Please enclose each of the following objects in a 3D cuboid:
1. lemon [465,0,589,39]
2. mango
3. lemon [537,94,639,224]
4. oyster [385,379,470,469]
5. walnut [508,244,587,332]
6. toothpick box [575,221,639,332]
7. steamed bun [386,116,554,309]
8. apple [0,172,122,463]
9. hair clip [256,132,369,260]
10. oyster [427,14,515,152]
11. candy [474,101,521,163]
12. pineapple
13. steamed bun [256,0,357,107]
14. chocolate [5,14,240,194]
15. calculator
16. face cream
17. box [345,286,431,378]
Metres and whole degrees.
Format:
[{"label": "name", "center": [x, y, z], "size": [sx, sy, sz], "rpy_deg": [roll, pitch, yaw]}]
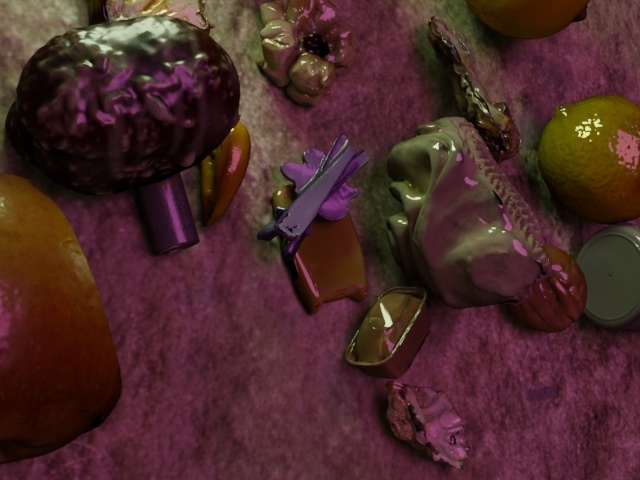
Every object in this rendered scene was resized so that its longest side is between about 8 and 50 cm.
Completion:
[{"label": "lemon", "center": [0.407, -0.547, 2.005], "size": [0.297, 0.297, 0.297], "rpy_deg": [11, 70, -31]}, {"label": "mango", "center": [-0.153, -0.112, 1.609], "size": [0.066, 0.101, 0.187], "rpy_deg": [18, 76, -29]}, {"label": "lemon", "center": [0.566, -0.160, 2.014], "size": [0.267, 0.267, 0.267], "rpy_deg": [11, 70, -31]}, {"label": "oyster", "center": [0.182, 0.320, 1.726], "size": [0.209, 0.072, 0.133], "rpy_deg": [26, 54, -47]}, {"label": "walnut", "center": [0.426, 0.095, 1.908], "size": [0.166, 0.149, 0.166], "rpy_deg": [-3, 100, -18]}, {"label": "toothpick box", "center": [0.696, 0.086, 2.034], "size": [0.316, 0.229, 0.229], "rpy_deg": [7, 72, -32]}, {"label": "steamed bun", "center": [0.225, -0.028, 1.754], "size": [0.346, 0.237, 0.394], "rpy_deg": [38, 24, -41]}, {"label": "apple", "center": [-0.427, 0.096, 1.244], "size": [0.384, 0.374, 0.374], "rpy_deg": [28, 57, -58]}, {"label": "hair clip", "center": [-0.020, -0.074, 1.673], "size": [0.137, 0.090, 0.278], "rpy_deg": [37, 46, 1]}, {"label": "oyster", "center": [0.278, -0.292, 1.915], "size": [0.129, 0.078, 0.345], "rpy_deg": [33, 30, -58]}, {"label": "candy", "center": [0.348, -0.210, 1.984], "size": [0.110, 0.085, 0.095], "rpy_deg": [55, 43, -20]}, {"label": "pineapple", "center": [-0.291, -0.365, 1.605], "size": [0.236, 0.114, 0.186], "rpy_deg": [33, 60, -10]}, {"label": "steamed bun", "center": [-0.024, -0.350, 1.764], "size": [0.192, 0.106, 0.177], "rpy_deg": [41, 56, -15]}, {"label": "chocolate", "center": [-0.274, -0.201, 1.423], "size": [0.340, 0.210, 0.225], "rpy_deg": [-16, 82, -14]}, {"label": "calculator", "center": [0.000, 0.000, 1.718], "size": [0.157, 0.033, 0.236], "rpy_deg": [-14, 80, -35]}, {"label": "face cream", "center": [-0.257, -0.119, 1.558], "size": [0.073, 0.073, 0.283], "rpy_deg": [-12, 82, -36]}, {"label": "box", "center": [0.117, 0.153, 1.709], "size": [0.111, 0.111, 0.177], "rpy_deg": [45, 56, -15]}]
